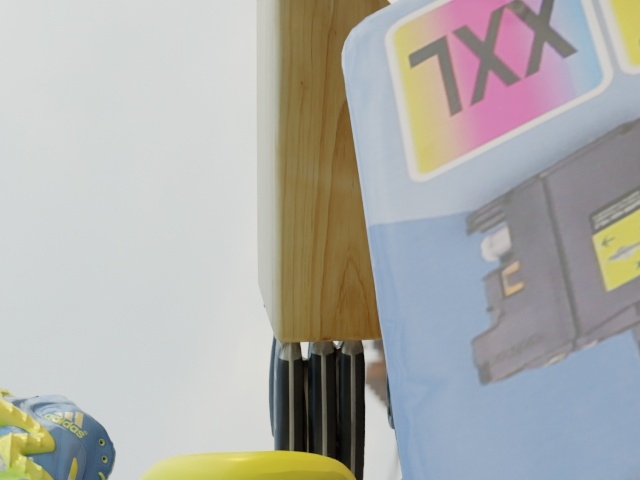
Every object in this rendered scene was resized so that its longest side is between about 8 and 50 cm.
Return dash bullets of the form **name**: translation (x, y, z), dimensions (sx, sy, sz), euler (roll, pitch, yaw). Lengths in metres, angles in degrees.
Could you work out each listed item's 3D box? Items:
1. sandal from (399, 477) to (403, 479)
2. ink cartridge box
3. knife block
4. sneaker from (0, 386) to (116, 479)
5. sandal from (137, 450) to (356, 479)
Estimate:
- **sandal**: translation (0.155, 0.288, 1.548), dimensions (0.254, 0.054, 0.097), euler (44, -171, -38)
- **ink cartridge box**: translation (0.164, 0.077, 0.308), dimensions (0.151, 0.270, 0.395), euler (50, -157, -42)
- **knife block**: translation (0.000, 0.000, 0.933), dimensions (0.275, 0.242, 0.088), euler (43, -173, -20)
- **sneaker**: translation (-0.207, 0.204, 1.398), dimensions (0.126, 0.240, 0.091), euler (-6, -42, -31)
- **sandal**: translation (-0.066, 0.214, 0.815), dimensions (0.317, 0.126, 0.138), euler (113, 159, -58)
